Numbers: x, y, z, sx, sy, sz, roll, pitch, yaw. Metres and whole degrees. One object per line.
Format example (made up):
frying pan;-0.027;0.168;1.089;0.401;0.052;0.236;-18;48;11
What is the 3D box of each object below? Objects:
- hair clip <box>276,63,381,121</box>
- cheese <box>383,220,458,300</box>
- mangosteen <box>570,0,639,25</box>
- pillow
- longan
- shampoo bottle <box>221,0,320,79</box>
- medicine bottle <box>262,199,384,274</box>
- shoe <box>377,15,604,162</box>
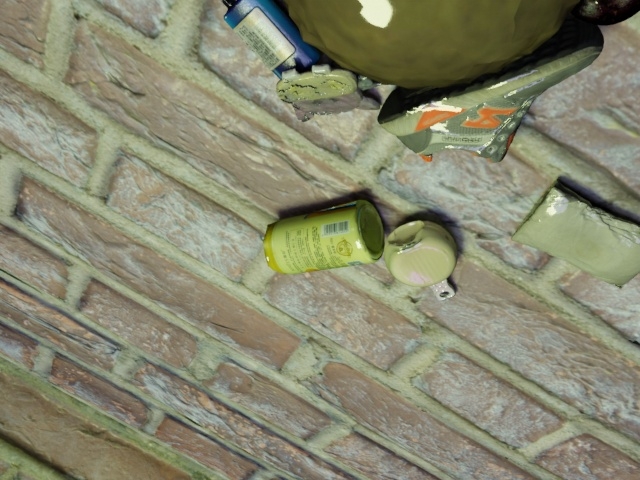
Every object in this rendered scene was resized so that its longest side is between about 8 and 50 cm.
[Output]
hair clip;0.018;-0.247;1.007;0.187;0.056;0.146;-14;159;20
cheese;0.210;0.052;1.208;0.137;0.064;0.227;-21;134;19
mangosteen;0.361;-0.340;0.756;0.151;0.137;0.137;-30;120;2
pillow;0.464;-0.002;1.071;0.230;0.050;0.148;26;142;-1
longan;0.110;-0.348;0.659;0.391;0.391;0.391;12;134;13
shampoo bottle;-0.088;-0.337;0.991;0.183;0.050;0.087;44;135;-20
medicine bottle;0.000;0.000;1.222;0.239;0.124;0.124;-9;126;31
shoe;0.262;-0.193;0.928;0.336;0.132;0.171;-16;128;36
